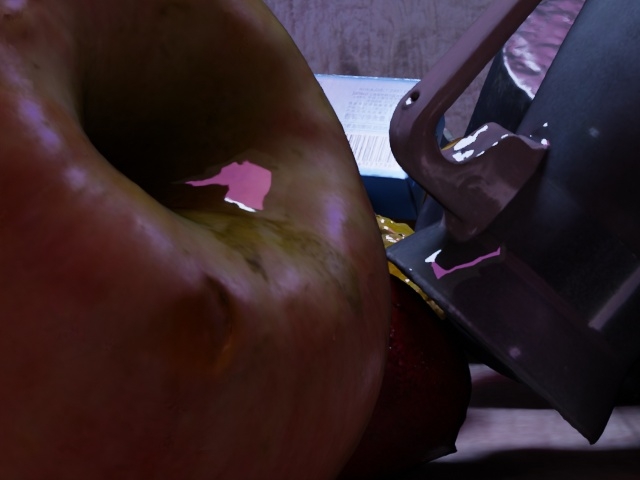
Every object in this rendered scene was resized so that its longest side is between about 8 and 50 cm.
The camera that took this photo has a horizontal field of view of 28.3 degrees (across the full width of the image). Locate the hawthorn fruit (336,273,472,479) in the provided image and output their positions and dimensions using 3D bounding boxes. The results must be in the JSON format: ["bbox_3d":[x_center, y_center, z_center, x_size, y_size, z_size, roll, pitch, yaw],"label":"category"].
[{"bbox_3d":[0.026,0.087,0.894,0.148,0.172,0.148,-25,15,8],"label":"hawthorn fruit"}]

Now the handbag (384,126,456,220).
[{"bbox_3d":[0.000,0.000,1.686,0.325,0.162,0.327,-4,-38,-27],"label":"handbag"}]

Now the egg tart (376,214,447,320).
[{"bbox_3d":[-0.019,0.051,1.112,0.295,0.116,0.295,6,18,-2],"label":"egg tart"}]

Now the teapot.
[{"bbox_3d":[0.214,-0.063,0.862,0.300,0.344,0.253,42,0,-27],"label":"teapot"}]

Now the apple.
[{"bbox_3d":[-0.173,0.012,0.625,0.346,0.391,0.391,-29,-11,30],"label":"apple"}]

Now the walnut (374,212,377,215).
[{"bbox_3d":[-0.044,0.047,1.344,0.248,0.248,0.248,-5,2,0],"label":"walnut"}]

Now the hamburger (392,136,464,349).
[{"bbox_3d":[0.207,0.011,1.469,0.276,0.276,0.237,-5,11,1],"label":"hamburger"}]

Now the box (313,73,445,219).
[{"bbox_3d":[0.013,-0.111,1.436,0.232,0.142,0.083,5,-33,21],"label":"box"}]

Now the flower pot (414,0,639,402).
[{"bbox_3d":[0.259,-0.065,1.151,0.379,0.251,0.379,-3,44,3],"label":"flower pot"}]
